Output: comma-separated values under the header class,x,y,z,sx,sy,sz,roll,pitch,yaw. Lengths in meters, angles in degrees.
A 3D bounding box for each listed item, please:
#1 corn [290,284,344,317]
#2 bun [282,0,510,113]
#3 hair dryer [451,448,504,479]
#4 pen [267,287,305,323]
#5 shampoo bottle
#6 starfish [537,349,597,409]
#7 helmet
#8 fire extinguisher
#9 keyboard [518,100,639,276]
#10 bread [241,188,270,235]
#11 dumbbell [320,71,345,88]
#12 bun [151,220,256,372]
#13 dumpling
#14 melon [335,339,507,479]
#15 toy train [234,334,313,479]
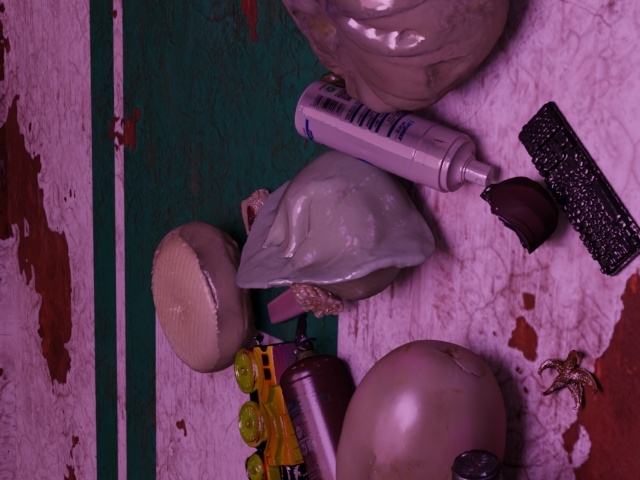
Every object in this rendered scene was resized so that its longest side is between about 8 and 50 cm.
class,x,y,z,sx,sy,sz,roll,pitch,yaw
corn,-0.029,0.044,1.735,0.087,0.087,0.210,-61,37,40
bun,0.073,-0.330,1.367,0.360,0.211,0.359,41,152,27
hair dryer,0.134,0.423,1.362,0.284,0.155,0.320,-11,115,22
pen,-0.036,0.101,1.829,0.197,0.032,0.053,-31,68,56
shampoo bottle,0.108,-0.139,1.480,0.303,0.092,0.092,25,117,29
starfish,0.315,0.174,1.333,0.091,0.028,0.078,20,117,50
helmet,0.258,-0.041,1.332,0.070,0.098,0.123,-40,16,12
fire extinguisher,0.014,0.293,1.708,0.135,0.114,0.337,122,132,-63
keyboard,0.317,-0.066,1.297,0.072,0.023,0.231,-53,53,42
bread,-0.114,-0.052,1.914,0.083,0.035,0.070,-24,74,57
dumbbell,0.030,-0.209,1.669,0.052,0.046,0.117,-6,91,50
bun,-0.206,0.104,1.975,0.287,0.146,0.287,21,116,52
dumpling,0.028,-0.002,1.583,0.270,0.212,0.321,-66,13,-21
melon,0.136,0.286,1.440,0.223,0.223,0.316,38,123,46
toy train,-0.071,0.313,1.852,0.161,0.101,0.296,-10,87,54
